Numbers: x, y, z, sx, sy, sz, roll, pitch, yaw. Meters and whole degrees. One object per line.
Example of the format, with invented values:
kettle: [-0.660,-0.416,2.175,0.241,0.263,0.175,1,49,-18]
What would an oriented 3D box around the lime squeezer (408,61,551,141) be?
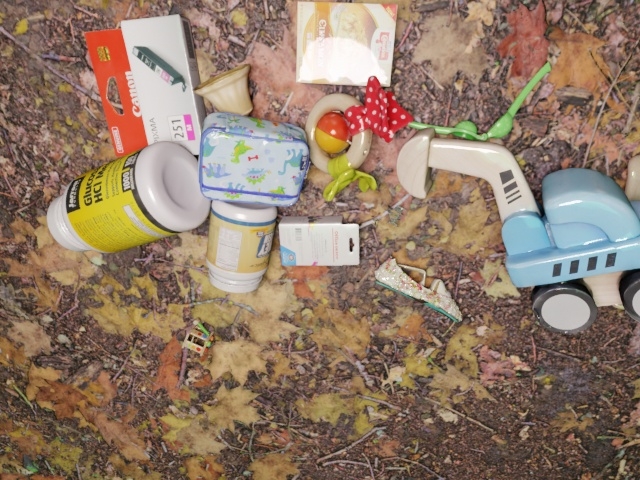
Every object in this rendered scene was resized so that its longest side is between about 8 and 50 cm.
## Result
lime squeezer: [0.315,-0.249,0.842,0.310,0.059,0.110,-17,108,13]

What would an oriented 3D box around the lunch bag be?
lunch bag: [-0.137,-0.156,0.854,0.218,0.090,0.176,6,131,-17]

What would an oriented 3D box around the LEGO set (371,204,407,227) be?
LEGO set: [0.159,-0.058,0.954,0.083,0.023,0.054,0,109,21]

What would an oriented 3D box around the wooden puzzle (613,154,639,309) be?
wooden puzzle: [0.801,-0.011,0.865,0.321,0.080,0.348,-4,110,8]

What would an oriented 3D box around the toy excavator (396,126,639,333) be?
toy excavator: [0.417,-0.060,0.812,0.432,0.222,0.445,-15,108,32]

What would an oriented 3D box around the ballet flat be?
ballet flat: [0.241,0.112,0.978,0.240,0.091,0.077,27,89,-8]

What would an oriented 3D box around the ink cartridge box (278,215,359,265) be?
ink cartridge box: [0.000,0.000,0.968,0.181,0.062,0.104,0,111,7]

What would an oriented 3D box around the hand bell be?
hand bell: [-0.154,-0.234,0.892,0.126,0.126,0.242,-18,121,13]

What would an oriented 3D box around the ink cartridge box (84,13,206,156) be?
ink cartridge box: [-0.376,-0.317,0.893,0.238,0.060,0.275,-3,110,6]

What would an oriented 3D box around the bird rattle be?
bird rattle: [0.046,-0.208,0.834,0.207,0.143,0.254,37,131,27]

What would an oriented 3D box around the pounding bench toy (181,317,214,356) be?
pounding bench toy: [-0.317,0.253,1.106,0.065,0.052,0.083,25,111,-4]

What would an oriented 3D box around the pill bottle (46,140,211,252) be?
pill bottle: [-0.423,-0.078,0.905,0.333,0.188,0.188,-14,109,24]

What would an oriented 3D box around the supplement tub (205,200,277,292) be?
supplement tub: [-0.182,0.002,0.946,0.144,0.144,0.200,13,112,1]

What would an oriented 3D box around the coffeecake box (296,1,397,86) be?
coffeecake box: [0.049,-0.380,0.815,0.185,0.068,0.143,4,110,4]
